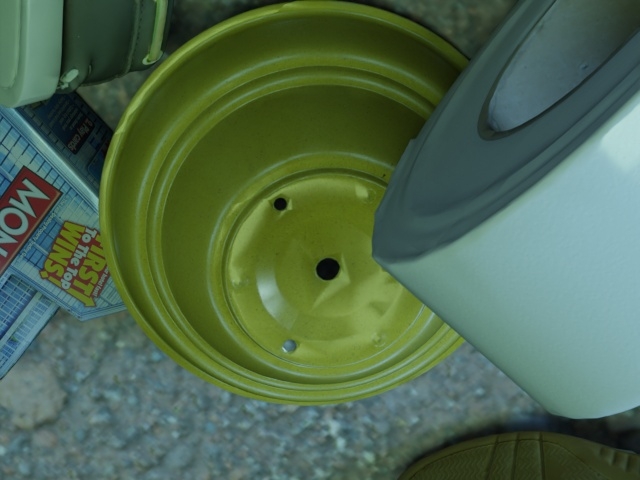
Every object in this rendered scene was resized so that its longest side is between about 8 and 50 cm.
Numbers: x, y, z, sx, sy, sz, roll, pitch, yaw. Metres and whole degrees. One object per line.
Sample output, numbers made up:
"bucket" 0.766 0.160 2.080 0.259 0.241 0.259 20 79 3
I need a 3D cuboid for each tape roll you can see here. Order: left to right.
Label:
"tape roll" 0.148 -0.066 0.774 0.100 0.286 0.286 40 120 -12

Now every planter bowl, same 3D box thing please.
"planter bowl" 0.000 0.000 0.921 0.217 0.090 0.217 -1 111 -4

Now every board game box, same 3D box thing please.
"board game box" -0.167 -0.008 1.008 0.194 0.060 0.194 36 120 -7

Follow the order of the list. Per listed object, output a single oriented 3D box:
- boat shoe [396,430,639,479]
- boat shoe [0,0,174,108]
"boat shoe" 0.169 0.162 1.009 0.277 0.098 0.096 -2 153 28
"boat shoe" -0.099 -0.200 0.854 0.091 0.109 0.305 -12 133 -31
